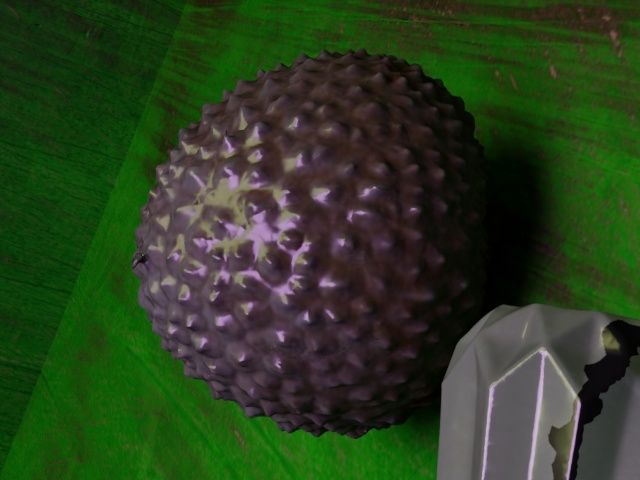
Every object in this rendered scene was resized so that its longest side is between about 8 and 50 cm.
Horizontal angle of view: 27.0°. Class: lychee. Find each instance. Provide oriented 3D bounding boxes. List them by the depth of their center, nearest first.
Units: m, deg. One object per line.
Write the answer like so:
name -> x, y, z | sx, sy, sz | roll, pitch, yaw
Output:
lychee -> 0.002, -0.002, 1.020 | 0.300, 0.300, 0.300 | -49, 30, 41

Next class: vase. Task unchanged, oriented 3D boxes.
vase -> 0.122, 0.221, 0.716 | 0.165, 0.165, 0.360 | -11, 66, 65
